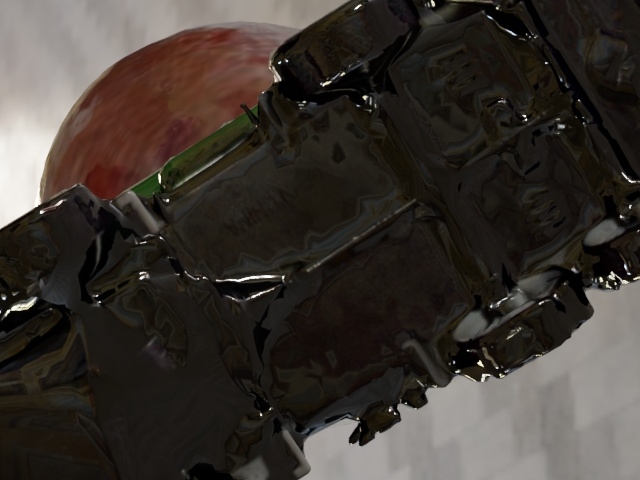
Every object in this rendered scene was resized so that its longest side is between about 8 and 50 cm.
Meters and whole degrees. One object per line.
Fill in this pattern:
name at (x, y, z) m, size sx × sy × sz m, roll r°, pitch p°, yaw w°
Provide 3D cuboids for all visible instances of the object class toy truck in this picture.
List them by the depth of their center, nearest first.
toy truck at (0.000, 0.000, 0.479) m, size 0.101 × 0.242 × 0.125 m, roll 58°, pitch 168°, yaw -6°

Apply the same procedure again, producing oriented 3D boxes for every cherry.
cherry at (-0.020, 0.003, 1.241) m, size 0.335 × 0.326 × 0.291 m, roll 15°, pitch 84°, yaw 48°
